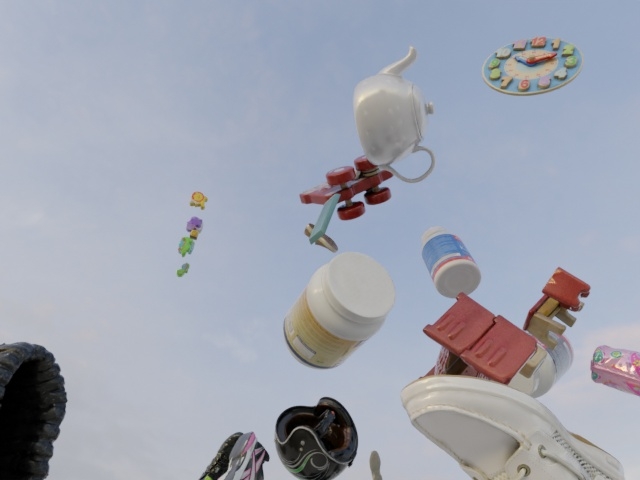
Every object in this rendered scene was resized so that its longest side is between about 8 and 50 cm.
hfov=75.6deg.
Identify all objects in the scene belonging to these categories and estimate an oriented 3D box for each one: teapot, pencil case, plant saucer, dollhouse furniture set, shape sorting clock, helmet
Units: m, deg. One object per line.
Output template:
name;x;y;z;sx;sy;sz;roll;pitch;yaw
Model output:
teapot;0.207;-0.319;1.086;0.187;0.252;0.256;-7;-39;22
pencil case;0.881;0.369;1.090;0.124;0.284;0.124;-3;-84;-27
plant saucer;0.012;-0.068;1.193;0.018;0.192;0.067;39;-49;-14
dollhouse furniture set;0.368;0.166;0.806;0.152;0.374;0.201;35;-35;36
shape sorting clock;0.477;-0.400;0.937;0.206;0.206;0.040;-9;-41;13
helmet;-0.016;0.439;0.903;0.169;0.169;0.161;36;-55;-20

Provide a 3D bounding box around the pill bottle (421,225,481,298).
pill bottle;0.355;0.050;1.161;0.124;0.221;0.124;-1;-58;-2

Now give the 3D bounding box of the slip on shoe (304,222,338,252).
slip on shoe;0.000;0.000;1.358;0.135;0.051;0.041;40;-67;12

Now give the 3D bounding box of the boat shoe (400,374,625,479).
boat shoe;0.199;0.223;0.401;0.277;0.096;0.098;29;-46;-11

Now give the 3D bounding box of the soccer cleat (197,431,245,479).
soccer cleat;-0.218;0.493;0.882;0.060;0.072;0.178;36;-88;13

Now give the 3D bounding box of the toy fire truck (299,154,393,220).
toy fire truck;0.098;-0.203;1.494;0.302;0.254;0.169;-29;-66;-24

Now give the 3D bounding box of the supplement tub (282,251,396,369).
supplement tub;0.045;0.197;1.135;0.228;0.228;0.316;22;-43;-10

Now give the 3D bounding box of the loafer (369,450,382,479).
loafer;0.202;0.854;1.540;0.045;0.125;0.039;0;-24;-17

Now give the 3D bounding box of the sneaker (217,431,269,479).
sneaker;-0.142;0.447;0.758;0.077;0.178;0.072;45;-54;-9

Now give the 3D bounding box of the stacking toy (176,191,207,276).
stacking toy;-0.399;-0.016;1.251;0.052;0.221;0.167;15;-34;-12

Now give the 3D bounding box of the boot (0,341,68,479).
boot;-0.421;0.287;0.435;0.260;0.131;0.347;-2;-91;2

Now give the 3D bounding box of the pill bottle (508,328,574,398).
pill bottle;0.617;0.361;1.225;0.319;0.176;0.176;-4;-37;-46
